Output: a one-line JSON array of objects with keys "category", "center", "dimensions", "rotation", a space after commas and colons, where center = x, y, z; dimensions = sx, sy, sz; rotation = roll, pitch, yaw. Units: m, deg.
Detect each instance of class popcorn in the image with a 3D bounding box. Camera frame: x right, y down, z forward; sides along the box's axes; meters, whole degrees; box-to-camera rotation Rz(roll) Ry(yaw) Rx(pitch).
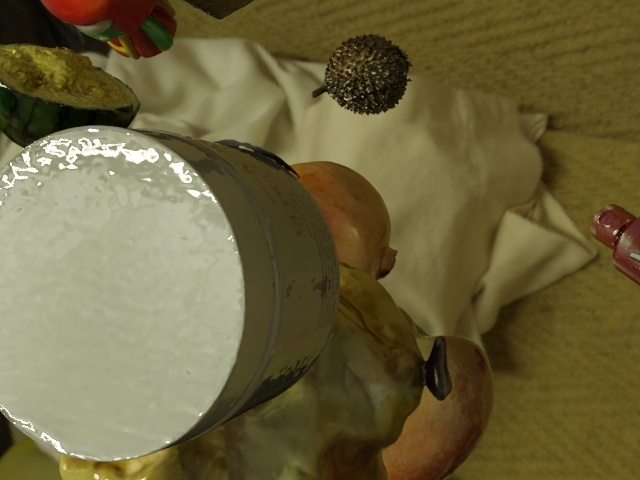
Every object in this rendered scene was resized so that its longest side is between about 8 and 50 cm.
[{"category": "popcorn", "center": [-0.066, 0.169, 0.780], "dimensions": [0.281, 0.316, 0.297], "rotation": [-9, 94, 42]}]

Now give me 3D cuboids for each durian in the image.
[{"category": "durian", "center": [0.077, -0.270, 1.630], "dimensions": [0.091, 0.189, 0.148], "rotation": [-110, 7, -51]}]

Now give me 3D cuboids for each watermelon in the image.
[{"category": "watermelon", "center": [-0.177, -0.089, 0.630], "dimensions": [0.105, 0.105, 0.062], "rotation": [34, 117, 20]}]

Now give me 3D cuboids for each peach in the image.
[{"category": "peach", "center": [0.098, 0.211, 1.251], "dimensions": [0.253, 0.252, 0.252], "rotation": [19, 124, 31]}]

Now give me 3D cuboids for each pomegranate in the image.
[{"category": "pomegranate", "center": [-0.002, -0.001, 1.143], "dimensions": [0.191, 0.191, 0.191], "rotation": [19, 124, 31]}]

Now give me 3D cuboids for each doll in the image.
[{"category": "doll", "center": [-0.337, -0.392, 1.425], "dimensions": [0.182, 0.363, 0.160], "rotation": [44, 98, 19]}]

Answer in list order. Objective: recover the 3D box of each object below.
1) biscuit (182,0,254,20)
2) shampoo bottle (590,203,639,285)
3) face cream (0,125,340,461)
[{"category": "biscuit", "center": [-0.172, -0.406, 1.403], "dimensions": [0.107, 0.388, 0.073], "rotation": [-25, 90, 11]}, {"category": "shampoo bottle", "center": [0.568, 0.039, 1.526], "dimensions": [0.118, 0.076, 0.314], "rotation": [-58, 40, 12]}, {"category": "face cream", "center": [-0.091, 0.025, 0.550], "dimensions": [0.177, 0.153, 0.177], "rotation": [1, 93, 20]}]
